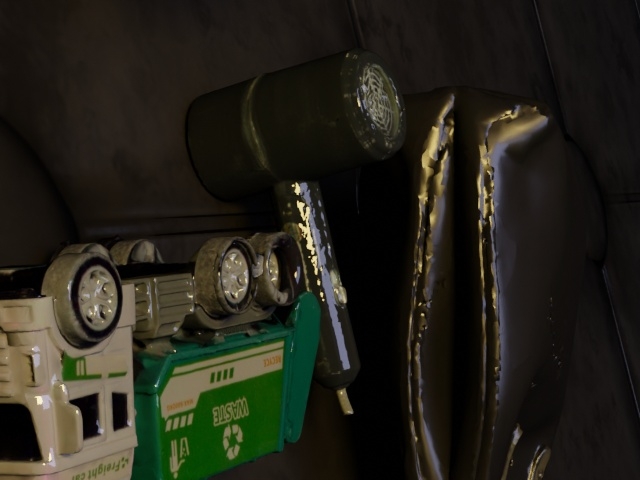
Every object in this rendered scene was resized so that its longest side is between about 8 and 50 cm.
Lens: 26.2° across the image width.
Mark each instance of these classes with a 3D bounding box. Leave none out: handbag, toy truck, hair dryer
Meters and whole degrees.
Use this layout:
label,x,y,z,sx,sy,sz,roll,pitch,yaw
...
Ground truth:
label,x,y,z,sx,sy,sz,roll,pitch,yaw
handbag,0.111,0.073,0.979,0.342,0.152,0.287,40,51,-69
toy truck,-0.089,0.056,0.666,0.253,0.114,0.124,-10,96,-62
hair dryer,0.000,0.000,0.848,0.071,0.124,0.219,-10,89,-62
